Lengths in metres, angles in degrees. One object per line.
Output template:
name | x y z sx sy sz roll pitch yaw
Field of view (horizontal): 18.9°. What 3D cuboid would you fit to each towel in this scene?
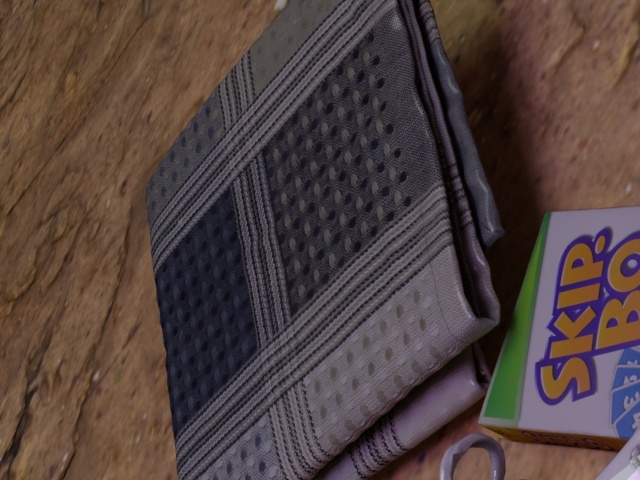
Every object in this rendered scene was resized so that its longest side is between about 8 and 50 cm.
towel | -0.005 0.006 1.174 0.324 0.056 0.312 -46 43 42

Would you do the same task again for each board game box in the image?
board game box | 0.165 0.042 0.933 0.259 0.039 0.124 -6 62 63

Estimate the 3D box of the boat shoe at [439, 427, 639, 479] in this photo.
boat shoe | 0.105 0.147 0.789 0.367 0.136 0.156 -52 51 19
